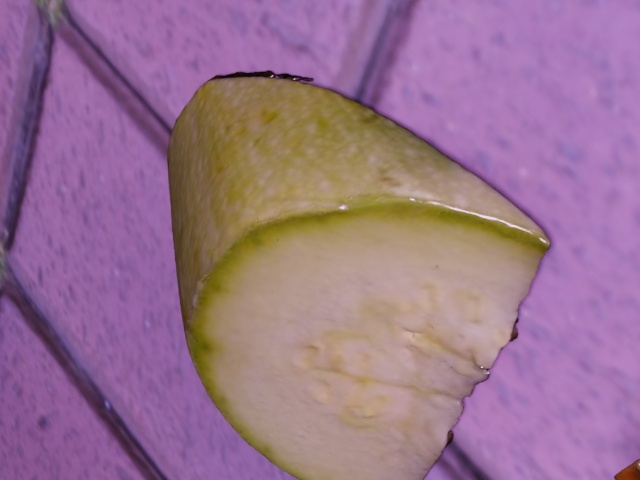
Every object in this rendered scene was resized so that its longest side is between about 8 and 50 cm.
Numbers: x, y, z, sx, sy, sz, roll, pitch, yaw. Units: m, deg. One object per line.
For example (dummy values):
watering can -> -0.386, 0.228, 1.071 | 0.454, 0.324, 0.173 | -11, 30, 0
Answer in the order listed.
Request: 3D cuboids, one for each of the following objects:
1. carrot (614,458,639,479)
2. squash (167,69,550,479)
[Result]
carrot -> 0.197, 0.177, 0.592 | 0.225, 0.067, 0.067 | 62, 143, 12
squash -> 0.000, 0.000, 0.792 | 0.204, 0.155, 0.237 | 22, 131, -2
